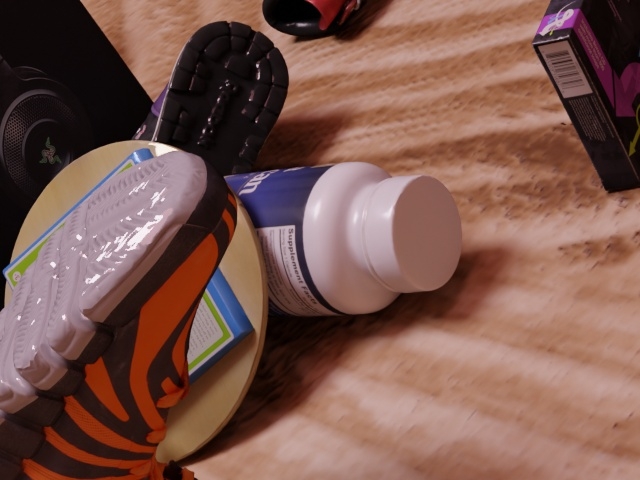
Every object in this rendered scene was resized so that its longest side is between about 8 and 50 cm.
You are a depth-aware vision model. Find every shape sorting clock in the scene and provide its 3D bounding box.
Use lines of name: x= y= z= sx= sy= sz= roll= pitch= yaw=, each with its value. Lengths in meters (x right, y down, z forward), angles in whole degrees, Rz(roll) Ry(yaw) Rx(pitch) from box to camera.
shape sorting clock: x=-0.118 y=0.040 z=1.053 sx=0.206 sy=0.040 sz=0.206 roll=-3 pitch=83 yaw=29

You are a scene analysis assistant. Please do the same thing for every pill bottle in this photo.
pill bottle: x=0.000 y=0.000 z=1.044 sx=0.169 sy=0.094 sz=0.094 roll=-4 pitch=42 yaw=40

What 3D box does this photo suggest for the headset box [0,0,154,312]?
headset box: x=-0.271 y=-0.089 z=1.248 sx=0.131 sy=0.283 sz=0.246 roll=-8 pitch=39 yaw=38

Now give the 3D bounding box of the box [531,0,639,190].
box: x=0.183 y=-0.126 z=1.024 sx=0.029 sy=0.116 sz=0.162 roll=-9 pitch=39 yaw=34

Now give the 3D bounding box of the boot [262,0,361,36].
boot: x=0.064 y=-0.249 z=1.349 sx=0.244 sy=0.088 sz=0.176 roll=-23 pitch=32 yaw=35

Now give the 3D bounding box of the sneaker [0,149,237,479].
sneaker: x=-0.096 y=0.102 z=0.884 sx=0.321 sy=0.180 sz=0.124 roll=-49 pitch=20 yaw=30

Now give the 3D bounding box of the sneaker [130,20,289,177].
sneaker: x=-0.116 y=-0.017 z=1.209 sx=0.283 sy=0.107 sz=0.124 roll=-60 pitch=9 yaw=-25
